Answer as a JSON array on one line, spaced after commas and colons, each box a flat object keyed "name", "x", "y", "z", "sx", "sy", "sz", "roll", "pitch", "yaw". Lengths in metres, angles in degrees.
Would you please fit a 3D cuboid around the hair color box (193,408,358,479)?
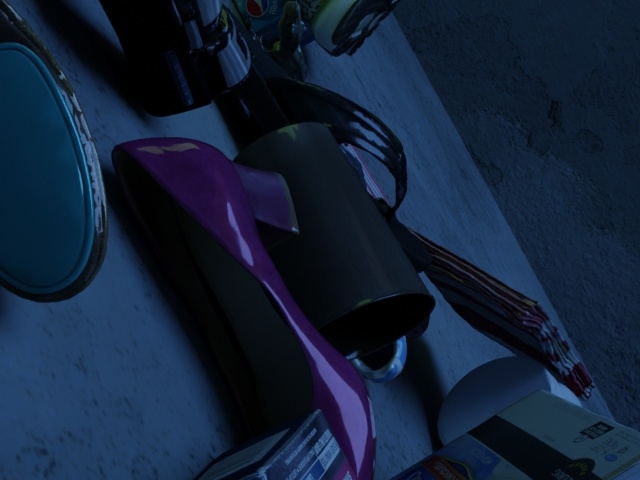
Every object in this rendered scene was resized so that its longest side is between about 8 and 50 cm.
[{"name": "hair color box", "x": 0.020, "y": 0.313, "z": 0.859, "sx": 0.347, "sy": 0.105, "sz": 0.174, "roll": 62, "pitch": 15, "yaw": 0}]

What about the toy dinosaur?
[{"name": "toy dinosaur", "x": -0.053, "y": -0.251, "z": 1.653, "sx": 0.118, "sy": 0.064, "sz": 0.268, "roll": 41, "pitch": -13, "yaw": 24}]

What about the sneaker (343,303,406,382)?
[{"name": "sneaker", "x": 0.031, "y": 0.056, "z": 1.374, "sx": 0.237, "sy": 0.085, "sz": 0.086, "roll": 60, "pitch": 5, "yaw": -4}]

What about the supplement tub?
[{"name": "supplement tub", "x": 0.295, "y": 0.305, "z": 1.601, "sx": 0.272, "sy": 0.191, "sz": 0.191, "roll": 53, "pitch": 18, "yaw": -31}]

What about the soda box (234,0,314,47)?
[{"name": "soda box", "x": -0.060, "y": -0.346, "z": 1.817, "sx": 0.071, "sy": 0.067, "sz": 0.210, "roll": 64, "pitch": 16, "yaw": 6}]

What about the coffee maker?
[{"name": "coffee maker", "x": -0.165, "y": -0.218, "z": 1.138, "sx": 0.178, "sy": 0.171, "sz": 0.120, "roll": 76, "pitch": 21, "yaw": -52}]

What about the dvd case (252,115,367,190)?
[{"name": "dvd case", "x": -0.011, "y": -0.119, "z": 1.610, "sx": 0.238, "sy": 0.029, "sz": 0.179, "roll": 42, "pitch": 23, "yaw": -33}]

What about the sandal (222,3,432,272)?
[{"name": "sandal", "x": 0.000, "y": -0.149, "z": 1.436, "sx": 0.446, "sy": 0.107, "sz": 0.167, "roll": 50, "pitch": 12, "yaw": 3}]

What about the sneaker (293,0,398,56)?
[{"name": "sneaker", "x": 0.025, "y": -0.398, "z": 1.826, "sx": 0.182, "sy": 0.158, "sz": 0.410, "roll": 44, "pitch": 11, "yaw": -1}]

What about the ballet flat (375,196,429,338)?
[{"name": "ballet flat", "x": 0.096, "y": 0.030, "z": 1.627, "sx": 0.079, "sy": 0.077, "sz": 0.221, "roll": 89, "pitch": -11, "yaw": -51}]

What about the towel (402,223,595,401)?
[{"name": "towel", "x": 0.234, "y": 0.103, "z": 1.589, "sx": 0.237, "sy": 0.037, "sz": 0.329, "roll": 33, "pitch": -7, "yaw": 36}]

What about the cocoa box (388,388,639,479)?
[{"name": "cocoa box", "x": 0.209, "y": 0.307, "z": 1.073, "sx": 0.231, "sy": 0.228, "sz": 0.347, "roll": 61, "pitch": -5, "yaw": -4}]

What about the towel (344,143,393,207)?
[{"name": "towel", "x": 0.064, "y": -0.059, "z": 1.804, "sx": 0.144, "sy": 0.029, "sz": 0.197, "roll": 56, "pitch": 19, "yaw": -20}]

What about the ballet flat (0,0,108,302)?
[{"name": "ballet flat", "x": -0.243, "y": -0.117, "z": 0.792, "sx": 0.342, "sy": 0.116, "sz": 0.124, "roll": 57, "pitch": -4, "yaw": -5}]

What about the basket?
[{"name": "basket", "x": 0.000, "y": 0.000, "z": 1.269, "sx": 0.227, "sy": 0.154, "sz": 0.204, "roll": 63, "pitch": 18, "yaw": 19}]

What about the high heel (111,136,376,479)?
[{"name": "high heel", "x": -0.076, "y": 0.086, "z": 0.999, "sx": 0.181, "sy": 0.127, "sz": 0.377, "roll": 11, "pitch": 50, "yaw": -44}]
